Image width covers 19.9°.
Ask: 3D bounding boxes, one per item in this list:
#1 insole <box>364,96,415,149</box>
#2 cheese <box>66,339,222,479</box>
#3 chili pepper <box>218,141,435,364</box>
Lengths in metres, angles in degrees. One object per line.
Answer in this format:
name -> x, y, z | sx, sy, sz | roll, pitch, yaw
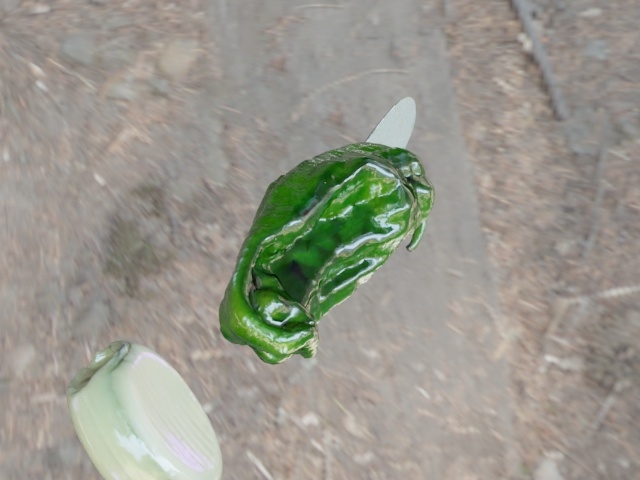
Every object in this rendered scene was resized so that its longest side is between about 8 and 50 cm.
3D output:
insole -> 0.025, -0.031, 1.476 | 0.004, 0.065, 0.197 | 27, 80, 29
cheese -> -0.116, 0.187, 1.474 | 0.064, 0.137, 0.227 | -33, 99, 21
chili pepper -> 0.005, 0.001, 1.111 | 0.074, 0.257, 0.100 | -35, 96, 39
